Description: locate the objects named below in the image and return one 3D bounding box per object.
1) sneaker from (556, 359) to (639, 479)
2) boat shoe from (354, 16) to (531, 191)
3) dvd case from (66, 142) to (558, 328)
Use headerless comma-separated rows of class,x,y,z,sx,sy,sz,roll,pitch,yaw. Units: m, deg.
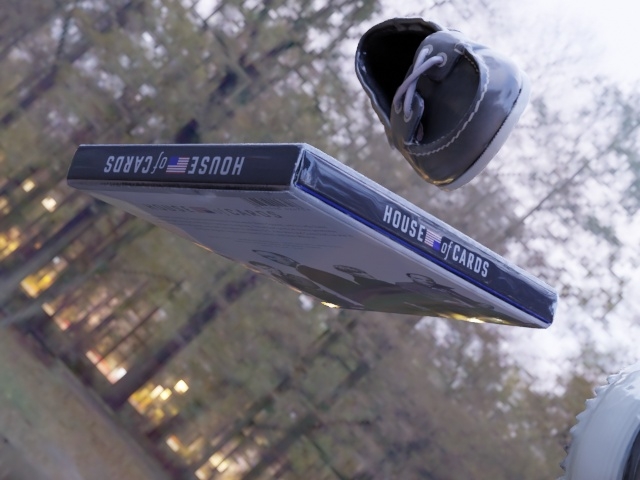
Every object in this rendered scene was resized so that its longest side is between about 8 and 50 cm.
sneaker,0.198,0.161,0.371,0.293,0.102,0.146,51,-26,-20
boat shoe,0.080,-0.119,0.978,0.095,0.112,0.335,30,10,-9
dvd case,0.000,0.000,0.702,0.179,0.030,0.238,4,-17,43
